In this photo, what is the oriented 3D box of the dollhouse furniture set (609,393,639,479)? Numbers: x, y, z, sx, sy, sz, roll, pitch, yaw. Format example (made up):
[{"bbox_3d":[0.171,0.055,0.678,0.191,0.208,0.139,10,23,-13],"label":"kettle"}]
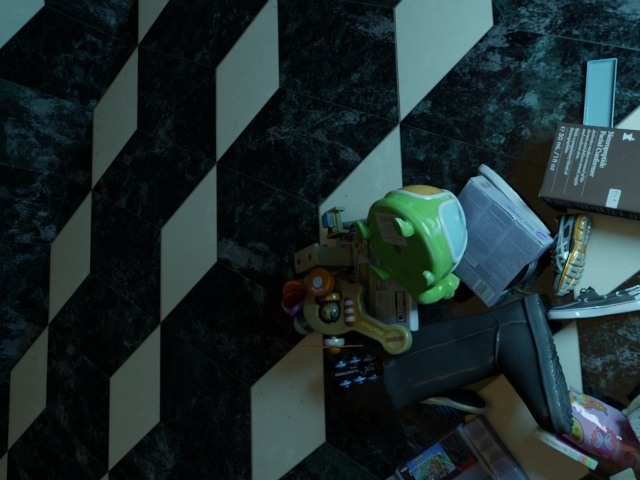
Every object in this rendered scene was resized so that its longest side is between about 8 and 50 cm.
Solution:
[{"bbox_3d":[0.691,0.297,1.111,0.355,0.303,0.174,-41,94,22],"label":"dollhouse furniture set"}]

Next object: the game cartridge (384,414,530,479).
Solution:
[{"bbox_3d":[0.356,0.653,1.445,0.355,0.068,0.230,-44,69,20],"label":"game cartridge"}]

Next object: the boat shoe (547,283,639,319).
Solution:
[{"bbox_3d":[0.662,0.145,1.297,0.228,0.080,0.076,-14,72,29],"label":"boat shoe"}]

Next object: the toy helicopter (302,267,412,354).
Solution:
[{"bbox_3d":[0.091,0.238,1.521,0.355,0.140,0.235,22,91,34],"label":"toy helicopter"}]

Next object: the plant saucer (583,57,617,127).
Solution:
[{"bbox_3d":[0.702,-0.359,1.357,0.067,0.018,0.192,4,88,32],"label":"plant saucer"}]

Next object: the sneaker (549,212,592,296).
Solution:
[{"bbox_3d":[0.609,0.034,1.345,0.083,0.084,0.215,15,89,45],"label":"sneaker"}]

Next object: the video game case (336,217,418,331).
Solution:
[{"bbox_3d":[0.158,0.096,1.587,0.300,0.036,0.329,-8,81,49],"label":"video game case"}]

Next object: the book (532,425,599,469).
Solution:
[{"bbox_3d":[0.590,0.487,1.293,0.144,0.096,0.035,25,99,31],"label":"book"}]

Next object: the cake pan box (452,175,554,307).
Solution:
[{"bbox_3d":[0.432,0.006,1.406,0.267,0.070,0.246,49,136,27],"label":"cake pan box"}]

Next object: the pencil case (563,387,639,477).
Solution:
[{"bbox_3d":[0.680,0.454,1.231,0.284,0.124,0.124,26,98,30],"label":"pencil case"}]

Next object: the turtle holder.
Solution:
[{"bbox_3d":[0.267,0.008,1.358,0.320,0.227,0.243,54,153,3],"label":"turtle holder"}]

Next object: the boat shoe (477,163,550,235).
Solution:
[{"bbox_3d":[0.485,-0.090,1.418,0.084,0.095,0.258,-42,64,17],"label":"boat shoe"}]

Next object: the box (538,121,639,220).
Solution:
[{"bbox_3d":[0.729,-0.147,1.250,0.381,0.143,0.191,14,92,30],"label":"box"}]

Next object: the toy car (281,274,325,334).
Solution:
[{"bbox_3d":[-0.053,0.201,1.696,0.159,0.136,0.182,-43,65,20],"label":"toy car"}]

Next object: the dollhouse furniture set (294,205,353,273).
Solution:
[{"bbox_3d":[0.000,0.000,1.653,0.129,0.129,0.184,-26,67,52],"label":"dollhouse furniture set"}]

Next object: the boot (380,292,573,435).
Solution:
[{"bbox_3d":[0.362,0.345,1.351,0.445,0.146,0.367,-20,35,25],"label":"boot"}]

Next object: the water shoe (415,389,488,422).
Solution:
[{"bbox_3d":[0.357,0.454,1.469,0.203,0.073,0.080,2,107,36],"label":"water shoe"}]

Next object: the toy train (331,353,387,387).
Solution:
[{"bbox_3d":[0.124,0.377,1.587,0.184,0.105,0.080,-21,78,29],"label":"toy train"}]
